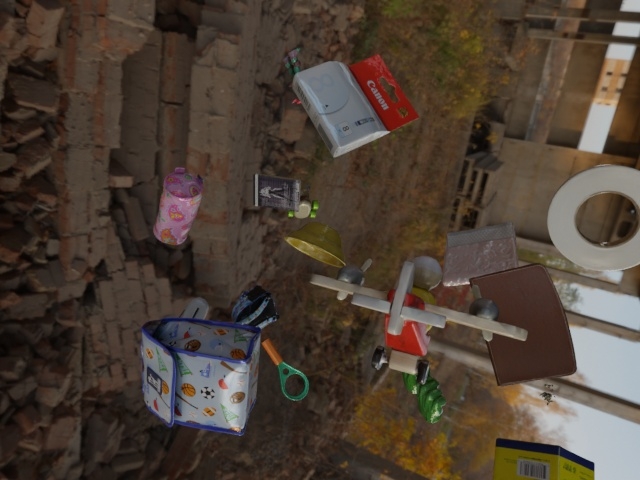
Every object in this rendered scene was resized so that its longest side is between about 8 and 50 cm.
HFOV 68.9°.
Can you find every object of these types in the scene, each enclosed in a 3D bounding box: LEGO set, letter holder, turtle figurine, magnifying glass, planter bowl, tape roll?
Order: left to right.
[{"bbox_3d":[-0.121,0.425,1.546,0.092,0.231,0.026,-35,-178,-23],"label":"magnifying glass"},{"bbox_3d":[-0.078,-0.675,1.970,0.118,0.175,0.234,-34,105,-38],"label":"turtle figurine"},{"bbox_3d":[0.000,0.000,1.492,0.090,0.217,0.217,-64,156,-12],"label":"planter bowl"},{"bbox_3d":[0.571,0.231,1.320,0.152,0.214,0.302,18,58,-67],"label":"letter holder"},{"bbox_3d":[0.845,0.569,1.736,0.023,0.054,0.083,-45,152,-74],"label":"LEGO set"},{"bbox_3d":[1.038,-0.080,1.695,0.072,0.391,0.392,-22,125,-60],"label":"tape roll"}]

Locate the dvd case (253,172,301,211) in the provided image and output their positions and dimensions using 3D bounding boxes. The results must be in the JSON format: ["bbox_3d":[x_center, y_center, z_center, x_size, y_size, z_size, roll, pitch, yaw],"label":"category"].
[{"bbox_3d":[-0.203,-0.221,2.157,0.018,0.221,0.165,-75,172,-57],"label":"dvd case"}]

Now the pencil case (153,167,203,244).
[{"bbox_3d":[-0.459,-0.103,1.496,0.124,0.124,0.284,-53,179,-41],"label":"pencil case"}]

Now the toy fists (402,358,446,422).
[{"bbox_3d":[0.397,0.559,1.816,0.279,0.096,0.142,-117,-167,-59],"label":"toy fists"}]

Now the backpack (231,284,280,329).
[{"bbox_3d":[-0.261,0.273,1.767,0.173,0.117,0.158,-36,132,-25],"label":"backpack"}]

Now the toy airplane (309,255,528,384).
[{"bbox_3d":[0.210,0.142,1.085,0.384,0.386,0.273,-24,-144,57],"label":"toy airplane"}]

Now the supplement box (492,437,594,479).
[{"bbox_3d":[0.595,0.749,1.256,0.194,0.195,0.357,31,60,-28],"label":"supplement box"}]

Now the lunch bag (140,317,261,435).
[{"bbox_3d":[-0.416,0.448,1.570,0.239,0.385,0.328,-70,169,-67],"label":"lunch bag"}]

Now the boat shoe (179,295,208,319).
[{"bbox_3d":[-0.544,0.373,1.883,0.335,0.121,0.119,-55,-175,3],"label":"boat shoe"}]

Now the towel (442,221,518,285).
[{"bbox_3d":[0.741,0.064,2.177,0.053,0.331,0.317,53,38,-40],"label":"towel"}]

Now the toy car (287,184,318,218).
[{"bbox_3d":[-0.104,-0.232,2.584,0.149,0.155,0.188,111,-23,-54],"label":"toy car"}]

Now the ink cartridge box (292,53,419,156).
[{"bbox_3d":[0.138,-0.508,1.661,0.384,0.308,0.091,-27,171,-17],"label":"ink cartridge box"}]
